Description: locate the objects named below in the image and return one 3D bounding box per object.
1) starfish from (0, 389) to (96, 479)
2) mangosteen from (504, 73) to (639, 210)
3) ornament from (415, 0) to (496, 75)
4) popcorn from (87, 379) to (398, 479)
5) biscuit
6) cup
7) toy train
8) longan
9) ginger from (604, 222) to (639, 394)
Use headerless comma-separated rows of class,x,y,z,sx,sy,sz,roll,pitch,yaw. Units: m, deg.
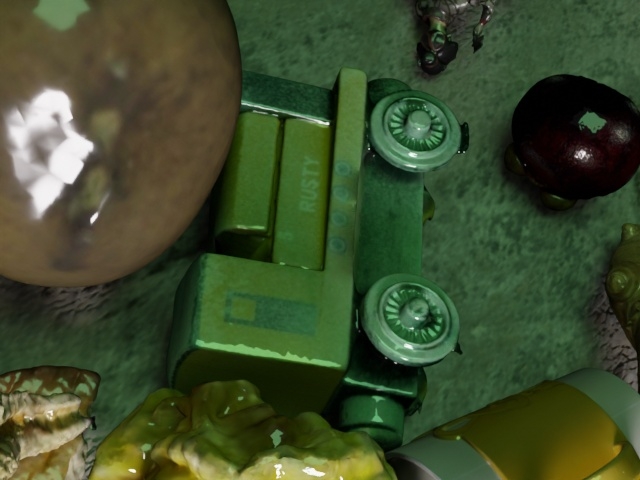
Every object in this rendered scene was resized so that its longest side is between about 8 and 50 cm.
starfish,-0.254,0.159,0.829,0.082,0.432,0.324,-6,38,10
mangosteen,0.275,-0.105,1.334,0.152,0.152,0.153,10,58,-17
ornament,0.165,-0.275,1.406,0.153,0.166,0.196,23,81,-44
popcorn,-0.037,0.217,0.953,0.286,0.225,0.174,43,52,4
biscuit,-0.247,0.199,0.994,0.176,0.031,0.228,45,54,6
cup,0.188,0.213,1.025,0.226,0.241,0.185,-25,84,-26
toy train,0.000,0.000,1.144,0.253,0.160,0.397,10,57,-8
longan,-0.214,-0.124,1.016,0.318,0.319,0.319,10,58,-17
ginger,0.359,0.117,1.190,0.363,0.122,0.348,6,42,-53
